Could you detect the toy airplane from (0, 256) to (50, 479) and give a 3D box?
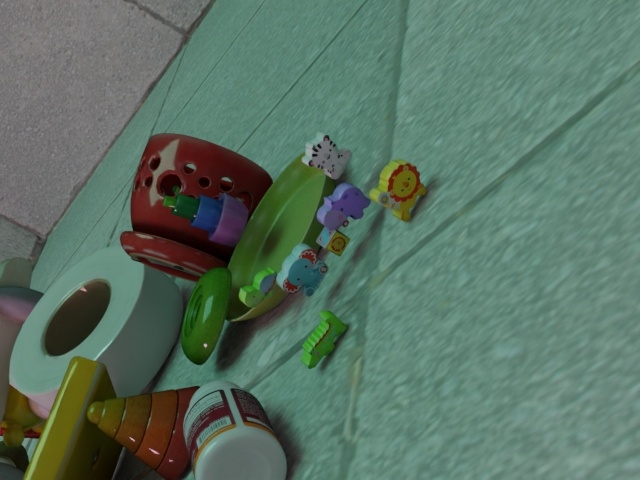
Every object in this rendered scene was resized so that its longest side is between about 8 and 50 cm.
[{"bbox_3d":[-0.570,0.262,1.638,0.384,0.272,0.386,-59,-35,-68],"label":"toy airplane"}]

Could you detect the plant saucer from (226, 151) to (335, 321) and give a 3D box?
[{"bbox_3d":[-0.047,-0.001,1.149,0.241,0.037,0.241,-49,24,30],"label":"plant saucer"}]

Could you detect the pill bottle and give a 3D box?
[{"bbox_3d":[-0.088,0.194,0.904,0.086,0.086,0.152,-59,19,4],"label":"pill bottle"}]

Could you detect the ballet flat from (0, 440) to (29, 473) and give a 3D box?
[{"bbox_3d":[-0.635,0.512,1.730,0.124,0.116,0.342,96,-175,-52],"label":"ballet flat"}]

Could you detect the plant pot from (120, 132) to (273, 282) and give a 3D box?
[{"bbox_3d":[-0.181,-0.037,1.313,0.191,0.191,0.174,-7,63,66],"label":"plant pot"}]

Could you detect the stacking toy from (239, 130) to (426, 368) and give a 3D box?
[{"bbox_3d":[0.000,0.000,0.954,0.221,0.052,0.167,-60,33,3],"label":"stacking toy"}]

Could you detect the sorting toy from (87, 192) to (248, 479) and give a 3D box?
[{"bbox_3d":[-0.192,0.103,1.144,0.127,0.126,0.366,156,129,-66],"label":"sorting toy"}]

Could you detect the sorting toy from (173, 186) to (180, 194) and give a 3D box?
[{"bbox_3d":[-0.274,-0.018,1.716,0.132,0.046,0.275,-41,27,42],"label":"sorting toy"}]

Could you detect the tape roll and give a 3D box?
[{"bbox_3d":[-0.356,0.147,1.469,0.286,0.100,0.286,-26,39,23],"label":"tape roll"}]

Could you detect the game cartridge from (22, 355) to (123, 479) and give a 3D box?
[{"bbox_3d":[-0.336,0.344,1.178,0.285,0.052,0.324,99,-172,-61],"label":"game cartridge"}]
